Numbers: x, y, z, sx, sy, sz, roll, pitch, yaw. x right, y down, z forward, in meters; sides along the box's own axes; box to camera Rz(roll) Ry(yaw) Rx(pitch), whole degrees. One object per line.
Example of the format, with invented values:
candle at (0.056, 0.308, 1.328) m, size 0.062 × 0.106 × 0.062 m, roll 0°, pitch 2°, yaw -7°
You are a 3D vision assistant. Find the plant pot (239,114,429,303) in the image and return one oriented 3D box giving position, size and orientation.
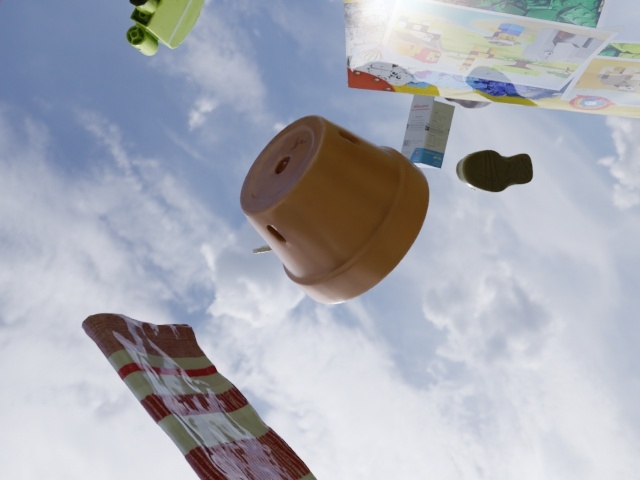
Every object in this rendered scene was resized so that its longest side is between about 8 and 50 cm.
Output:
plant pot at (0.004, -0.068, 1.184) m, size 0.203 × 0.290 × 0.291 m, roll 37°, pitch -140°, yaw -29°

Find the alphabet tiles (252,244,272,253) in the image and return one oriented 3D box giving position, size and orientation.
alphabet tiles at (0.000, 0.000, 1.600) m, size 0.284 × 0.277 × 0.021 m, roll -25°, pitch -75°, yaw -76°

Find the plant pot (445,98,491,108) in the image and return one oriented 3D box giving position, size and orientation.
plant pot at (0.262, -0.314, 1.161) m, size 0.166 × 0.165 × 0.167 m, roll 6°, pitch -120°, yaw -11°

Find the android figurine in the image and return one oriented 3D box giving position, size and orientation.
android figurine at (-0.310, -0.498, 1.475) m, size 0.056 × 0.248 × 0.273 m, roll 29°, pitch -175°, yaw 5°

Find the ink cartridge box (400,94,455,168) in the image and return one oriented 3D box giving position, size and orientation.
ink cartridge box at (0.244, -0.257, 1.615) m, size 0.060 × 0.104 × 0.180 m, roll 11°, pitch -86°, yaw -22°

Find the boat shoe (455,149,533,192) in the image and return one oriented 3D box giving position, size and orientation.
boat shoe at (0.220, -0.090, 0.931) m, size 0.153 × 0.048 × 0.056 m, roll -12°, pitch -84°, yaw -43°

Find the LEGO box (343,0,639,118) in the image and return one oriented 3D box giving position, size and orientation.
LEGO box at (0.277, -0.274, 0.657) m, size 0.499 × 0.372 × 0.193 m, roll 7°, pitch -101°, yaw 5°

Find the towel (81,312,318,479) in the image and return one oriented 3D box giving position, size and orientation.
towel at (-0.141, 0.221, 0.915) m, size 0.329 × 0.037 × 0.237 m, roll 45°, pitch -174°, yaw 20°
